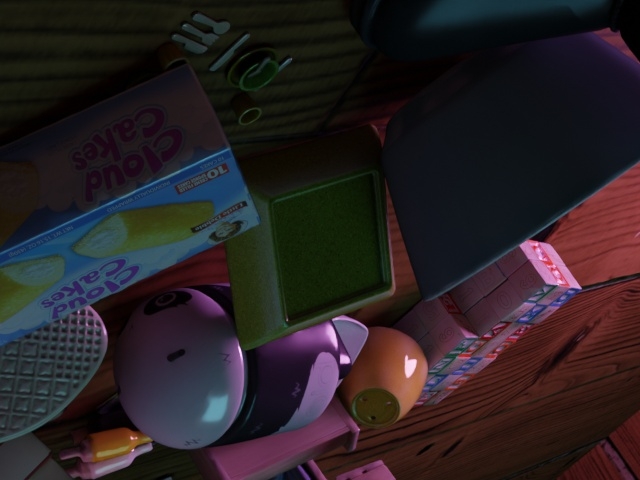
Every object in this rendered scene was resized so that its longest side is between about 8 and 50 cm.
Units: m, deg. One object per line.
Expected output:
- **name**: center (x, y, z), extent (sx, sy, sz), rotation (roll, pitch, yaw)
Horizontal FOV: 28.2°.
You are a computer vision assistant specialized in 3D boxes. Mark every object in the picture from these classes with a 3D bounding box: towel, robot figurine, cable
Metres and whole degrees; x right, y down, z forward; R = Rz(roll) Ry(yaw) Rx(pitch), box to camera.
- **towel**: center (-0.228, 0.194, 1.527), extent (0.060, 0.009, 0.083), rotation (-34, 157, 6)
- **robot figurine**: center (-0.092, 0.127, 1.363), extent (0.278, 0.173, 0.209), rotation (-2, 111, -50)
- **cable**: center (-0.174, 0.227, 1.519), extent (0.287, 0.072, 0.139), rotation (-12, 161, -13)

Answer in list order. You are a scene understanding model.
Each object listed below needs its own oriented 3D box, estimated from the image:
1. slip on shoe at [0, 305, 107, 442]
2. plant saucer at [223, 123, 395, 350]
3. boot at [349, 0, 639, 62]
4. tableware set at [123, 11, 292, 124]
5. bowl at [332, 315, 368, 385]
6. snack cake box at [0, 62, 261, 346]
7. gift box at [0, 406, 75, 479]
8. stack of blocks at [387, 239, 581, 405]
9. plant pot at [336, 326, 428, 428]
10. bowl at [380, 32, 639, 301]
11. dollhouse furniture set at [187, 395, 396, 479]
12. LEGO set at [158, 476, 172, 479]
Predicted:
- **slip on shoe**: center (-0.352, 0.156, 1.192), extent (0.331, 0.123, 0.101), rotation (-34, -169, -9)
- **plant saucer**: center (0.000, 0.000, 1.234), extent (0.188, 0.045, 0.188), rotation (-18, 112, -30)
- **boot**: center (0.283, -0.115, 0.985), extent (0.367, 0.445, 0.146), rotation (-30, 157, -6)
- **tableware set**: center (-0.089, -0.127, 1.036), extent (0.104, 0.024, 0.154), rotation (-40, 157, 18)
- **bowl**: center (-0.013, 0.148, 1.613), extent (0.142, 0.053, 0.142), rotation (-56, 154, 4)
- **snack cake box**: center (-0.192, -0.020, 1.014), extent (0.264, 0.089, 0.152), rotation (-25, 156, -3)
- **gift box**: center (-0.314, 0.334, 1.332), extent (0.276, 0.258, 0.255), rotation (-48, 180, -25)
- **stack of blocks**: center (0.209, 0.121, 1.831), extent (0.297, 0.087, 0.171), rotation (-42, 155, 23)
- **plant pot**: center (0.078, 0.198, 1.724), extent (0.134, 0.134, 0.095), rotation (-43, -162, 25)
- **bowl**: center (0.179, -0.095, 1.200), extent (0.311, 0.163, 0.311), rotation (-35, 177, -2)
- **dollhouse furniture set**: center (-0.058, 0.365, 1.731), extent (0.198, 0.286, 0.303), rotation (-21, 143, -25)
- **LEGO set**: center (-0.295, 0.409, 1.750), extent (0.132, 0.107, 0.287), rotation (-42, 155, 22)
